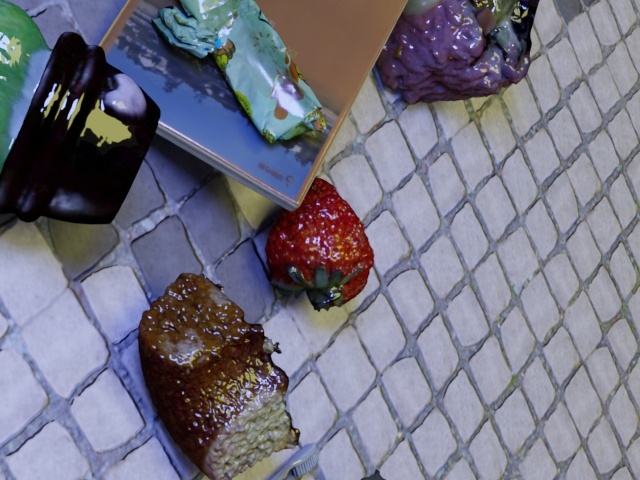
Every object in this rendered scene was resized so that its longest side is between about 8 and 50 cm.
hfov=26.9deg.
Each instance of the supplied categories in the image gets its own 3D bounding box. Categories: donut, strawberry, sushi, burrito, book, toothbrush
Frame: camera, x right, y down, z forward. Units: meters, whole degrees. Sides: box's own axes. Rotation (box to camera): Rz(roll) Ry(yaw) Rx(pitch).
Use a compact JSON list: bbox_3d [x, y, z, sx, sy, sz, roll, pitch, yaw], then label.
[{"bbox_3d":[-0.111,0.149,1.366,0.126,0.144,0.186,-38,140,-40],"label":"donut"},{"bbox_3d":[0.006,0.002,1.519,0.131,0.131,0.148,45,59,-32],"label":"strawberry"},{"bbox_3d":[0.175,-0.310,1.749,0.236,0.171,0.270,17,73,-46],"label":"sushi"},{"bbox_3d":[-0.104,-0.213,1.381,0.104,0.054,0.288,-30,85,-23],"label":"burrito"},{"bbox_3d":[-0.059,-0.245,1.448,0.262,0.028,0.374,31,65,-8],"label":"book"},{"bbox_3d":[-0.085,0.293,1.422,0.286,0.020,0.025,-33,112,-47],"label":"toothbrush"}]

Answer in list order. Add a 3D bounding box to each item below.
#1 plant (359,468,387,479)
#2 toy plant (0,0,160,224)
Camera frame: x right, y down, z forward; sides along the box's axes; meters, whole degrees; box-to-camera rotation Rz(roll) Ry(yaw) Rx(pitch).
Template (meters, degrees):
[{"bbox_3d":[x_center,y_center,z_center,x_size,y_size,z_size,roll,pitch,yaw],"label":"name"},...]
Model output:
[{"bbox_3d":[0.052,0.409,1.421,0.215,0.213,0.312,51,11,-28],"label":"plant"},{"bbox_3d":[-0.275,-0.108,1.207,0.235,0.175,0.218,24,52,-12],"label":"toy plant"}]
